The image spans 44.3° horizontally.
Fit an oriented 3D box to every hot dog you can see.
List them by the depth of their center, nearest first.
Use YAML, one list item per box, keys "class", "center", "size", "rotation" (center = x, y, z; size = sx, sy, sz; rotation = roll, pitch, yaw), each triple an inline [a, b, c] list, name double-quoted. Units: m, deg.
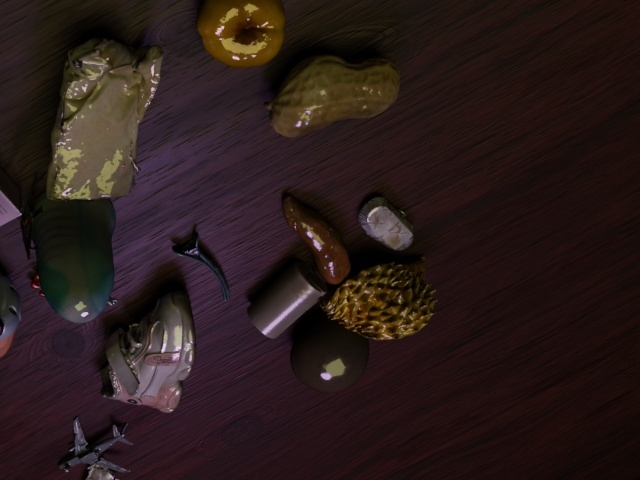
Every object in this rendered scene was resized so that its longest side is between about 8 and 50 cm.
- class: "hot dog"
  center: [0.167, -0.037, 1.948]
  size: [0.099, 0.053, 0.192]
  rotation: [-42, 132, 14]

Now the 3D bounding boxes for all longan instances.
- class: "longan"
  center: [0.030, 0.296, 2.061]
  size: [0.220, 0.196, 0.196]
  rotation: [-42, 130, -3]

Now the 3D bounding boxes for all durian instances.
- class: "durian"
  center: [0.176, 0.157, 1.977]
  size: [0.305, 0.195, 0.185]
  rotation: [-17, 156, -18]

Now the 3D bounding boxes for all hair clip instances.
- class: "hair clip"
  center: [-0.262, 0.071, 1.871]
  size: [0.070, 0.039, 0.229]
  rotation: [-32, 132, 2]

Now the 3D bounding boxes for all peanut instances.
- class: "peanut"
  center: [0.029, -0.311, 1.622]
  size: [0.291, 0.143, 0.159]
  rotation: [-16, 140, -12]

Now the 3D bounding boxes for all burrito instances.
- class: "burrito"
  center: [-0.421, -0.240, 1.506]
  size: [0.190, 0.135, 0.332]
  rotation: [0, 123, -32]

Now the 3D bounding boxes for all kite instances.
- class: "kite"
  center: [-0.589, -0.049, 1.595]
  size: [0.010, 0.183, 0.160]
  rotation: [10, 165, -35]

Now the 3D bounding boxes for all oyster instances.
- class: "oyster"
  center: [-0.607, 0.672, 2.187]
  size: [0.108, 0.053, 0.165]
  rotation: [23, 127, -4]

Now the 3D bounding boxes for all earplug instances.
- class: "earplug"
  center: [-0.486, 0.047, 1.575]
  size: [0.185, 0.324, 0.185]
  rotation: [-11, 129, -14]

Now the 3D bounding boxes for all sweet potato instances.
- class: "sweet potato"
  center: [0.001, -0.001, 1.887]
  size: [0.097, 0.097, 0.292]
  rotation: [-30, 126, 2]

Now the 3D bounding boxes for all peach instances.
- class: "peach"
  center: [-0.150, -0.412, 1.502]
  size: [0.179, 0.103, 0.179]
  rotation: [-12, 127, -16]

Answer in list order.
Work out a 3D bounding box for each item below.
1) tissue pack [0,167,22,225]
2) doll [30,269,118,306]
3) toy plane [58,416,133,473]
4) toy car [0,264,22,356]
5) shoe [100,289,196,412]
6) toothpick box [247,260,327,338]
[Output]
- class: "tissue pack"
  center: [-0.705, -0.123, 1.510]
  size: [0.148, 0.092, 0.246]
  rotation: [-27, 131, 1]
- class: "doll"
  center: [-0.552, 0.115, 1.778]
  size: [0.195, 0.062, 0.104]
  rotation: [20, 105, -24]
- class: "toy plane"
  center: [-0.609, 0.561, 2.097]
  size: [0.226, 0.058, 0.226]
  rotation: [-32, 115, 4]
- class: "toy car"
  center: [-0.778, 0.171, 1.663]
  size: [0.270, 0.180, 0.212]
  rotation: [3, 134, -24]
- class: "shoe"
  center: [-0.412, 0.273, 1.880]
  size: [0.198, 0.172, 0.351]
  rotation: [6, 122, -21]
- class: "toothpick box"
  center: [-0.083, 0.146, 1.952]
  size: [0.181, 0.111, 0.111]
  rotation: [-43, 129, 14]
